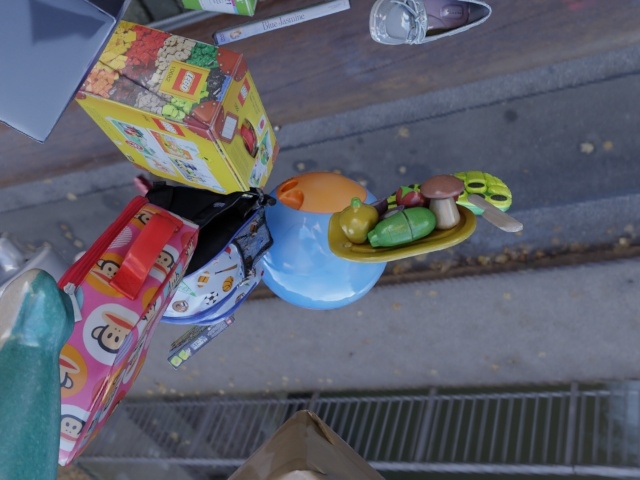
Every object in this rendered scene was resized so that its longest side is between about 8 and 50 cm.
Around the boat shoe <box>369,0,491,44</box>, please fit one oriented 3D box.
[{"bbox_3d":[0.241,-0.499,1.747,0.103,0.320,0.118,18,116,48],"label":"boat shoe"}]

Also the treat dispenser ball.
[{"bbox_3d":[0.000,0.000,1.629,0.288,0.288,0.288,12,139,10],"label":"treat dispenser ball"}]

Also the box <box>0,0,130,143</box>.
[{"bbox_3d":[-0.398,-0.360,1.192,0.182,0.294,0.296,30,136,-21],"label":"box"}]

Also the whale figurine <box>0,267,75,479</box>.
[{"bbox_3d":[-0.259,0.162,0.636,0.141,0.272,0.216,25,161,1],"label":"whale figurine"}]

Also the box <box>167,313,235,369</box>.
[{"bbox_3d":[-0.320,0.251,2.121,0.207,0.114,0.036,-39,105,3],"label":"box"}]

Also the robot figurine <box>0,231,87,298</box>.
[{"bbox_3d":[-0.503,0.151,1.448,0.354,0.300,0.200,55,173,-17],"label":"robot figurine"}]

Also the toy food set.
[{"bbox_3d":[0.111,-0.042,0.927,0.217,0.128,0.071,-13,116,-6],"label":"toy food set"}]

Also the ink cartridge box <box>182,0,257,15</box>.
[{"bbox_3d":[-0.106,-0.490,1.360,0.255,0.189,0.097,9,166,6],"label":"ink cartridge box"}]

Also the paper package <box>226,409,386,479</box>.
[{"bbox_3d":[-0.023,0.395,0.788,0.309,0.168,0.325,43,94,-5],"label":"paper package"}]

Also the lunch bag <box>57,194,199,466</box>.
[{"bbox_3d":[-0.237,0.081,0.900,0.120,0.293,0.258,29,116,-6],"label":"lunch bag"}]

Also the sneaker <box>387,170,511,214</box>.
[{"bbox_3d":[0.288,-0.073,1.750,0.295,0.109,0.124,-6,131,34],"label":"sneaker"}]

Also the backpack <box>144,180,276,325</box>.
[{"bbox_3d":[-0.241,0.032,1.420,0.276,0.263,0.213,5,123,31],"label":"backpack"}]

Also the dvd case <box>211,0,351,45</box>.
[{"bbox_3d":[-0.077,-0.410,1.464,0.252,0.180,0.022,-16,108,-2],"label":"dvd case"}]

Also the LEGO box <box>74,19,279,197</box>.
[{"bbox_3d":[-0.338,-0.299,1.927,0.372,0.193,0.500,18,166,11],"label":"LEGO box"}]
